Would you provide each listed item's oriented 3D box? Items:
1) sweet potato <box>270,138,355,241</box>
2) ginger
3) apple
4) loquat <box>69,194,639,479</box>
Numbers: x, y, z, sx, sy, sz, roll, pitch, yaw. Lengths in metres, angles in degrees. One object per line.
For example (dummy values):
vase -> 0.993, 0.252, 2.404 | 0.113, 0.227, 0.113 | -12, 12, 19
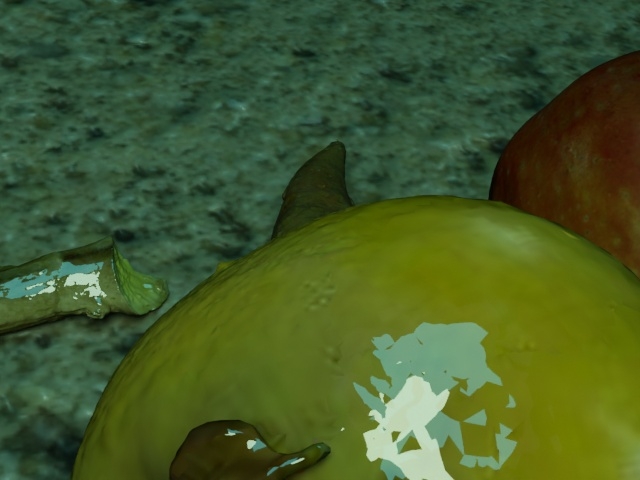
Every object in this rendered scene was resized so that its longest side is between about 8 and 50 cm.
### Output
sweet potato -> 0.000, 0.000, 0.787 | 0.068, 0.060, 0.206 | 37, 32, -25
ginger -> -0.155, 0.027, 0.739 | 0.137, 0.044, 0.057 | -10, 63, -18
apple -> 0.207, 0.007, 0.703 | 0.229, 0.230, 0.230 | 5, 41, -4
loquat -> 0.033, 0.113, 0.499 | 0.274, 0.275, 0.275 | 5, 41, -4
